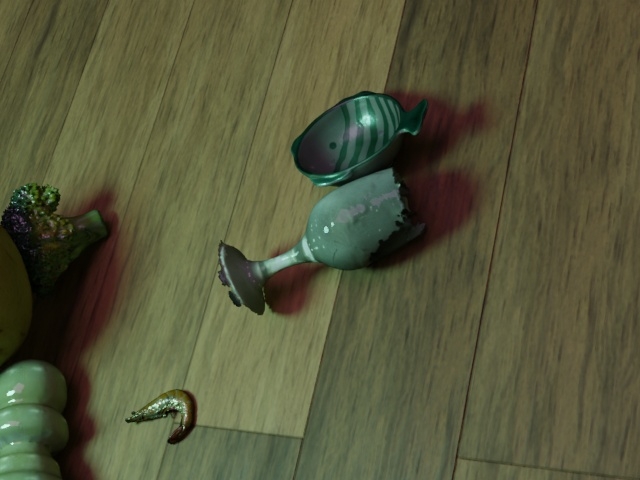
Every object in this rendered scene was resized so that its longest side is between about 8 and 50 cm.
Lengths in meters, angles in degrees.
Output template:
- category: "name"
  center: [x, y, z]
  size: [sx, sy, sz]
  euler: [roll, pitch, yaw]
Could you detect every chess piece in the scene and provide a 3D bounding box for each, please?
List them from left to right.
- category: "chess piece"
  center: [-0.491, 0.347, 1.697]
  size: [0.182, 0.182, 0.330]
  euler: [-23, 50, 18]

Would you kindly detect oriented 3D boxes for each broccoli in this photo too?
- category: "broccoli"
  center: [-0.490, -0.009, 1.900]
  size: [0.194, 0.219, 0.194]
  euler: [-13, 19, 5]

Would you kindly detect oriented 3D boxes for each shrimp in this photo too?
- category: "shrimp"
  center: [-0.264, 0.293, 1.672]
  size: [0.127, 0.025, 0.091]
  euler: [-18, 58, 18]

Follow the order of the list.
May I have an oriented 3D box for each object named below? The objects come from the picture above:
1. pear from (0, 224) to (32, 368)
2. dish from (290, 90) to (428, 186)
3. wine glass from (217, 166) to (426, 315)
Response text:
- category: "pear"
  center: [-0.667, 0.092, 1.745]
  size: [0.348, 0.348, 0.348]
  euler: [-14, 58, 24]
- category: "dish"
  center: [0.073, -0.151, 1.662]
  size: [0.246, 0.078, 0.224]
  euler: [-10, 42, 31]
- category: "wine glass"
  center: [0.000, 0.000, 1.602]
  size: [0.321, 0.143, 0.143]
  euler: [-26, 54, 16]
